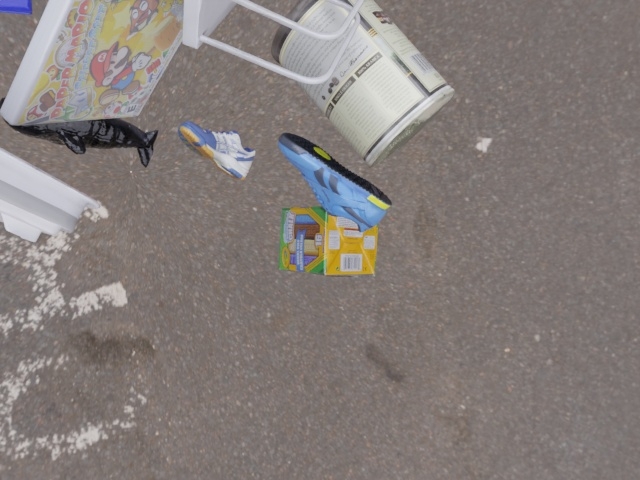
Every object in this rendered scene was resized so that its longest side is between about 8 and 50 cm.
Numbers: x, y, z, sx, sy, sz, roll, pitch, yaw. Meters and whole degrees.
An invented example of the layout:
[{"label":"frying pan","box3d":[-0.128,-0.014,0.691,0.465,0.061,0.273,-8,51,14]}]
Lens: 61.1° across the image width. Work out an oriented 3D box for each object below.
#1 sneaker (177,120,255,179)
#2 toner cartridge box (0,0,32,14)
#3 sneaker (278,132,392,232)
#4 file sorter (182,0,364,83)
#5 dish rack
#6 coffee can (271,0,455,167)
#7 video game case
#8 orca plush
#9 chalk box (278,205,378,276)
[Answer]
[{"label":"sneaker","box3d":[-0.337,-0.322,1.784,0.296,0.111,0.131,37,78,-48]},{"label":"toner cartridge box","box3d":[-0.633,-0.612,0.995,0.165,0.075,0.348,-11,129,-38]},{"label":"sneaker","box3d":[0.011,-0.082,0.832,0.209,0.069,0.082,33,114,-22]},{"label":"file sorter","box3d":[-0.016,-0.332,0.550,0.173,0.278,0.193,24,53,0]},{"label":"dish rack","box3d":[-0.425,-0.087,0.536,0.333,0.285,0.072,40,65,-59]},{"label":"coffee can","box3d":[0.074,-0.299,0.976,0.201,0.201,0.275,-39,86,-11]},{"label":"video game case","box3d":[-0.232,-0.229,0.619,0.026,0.206,0.227,45,116,5]},{"label":"orca plush","box3d":[-0.464,-0.193,1.056,0.287,0.151,0.102,23,46,-45]},{"label":"chalk box","box3d":[0.000,0.000,1.508,0.180,0.289,0.179,3,91,-36]}]
